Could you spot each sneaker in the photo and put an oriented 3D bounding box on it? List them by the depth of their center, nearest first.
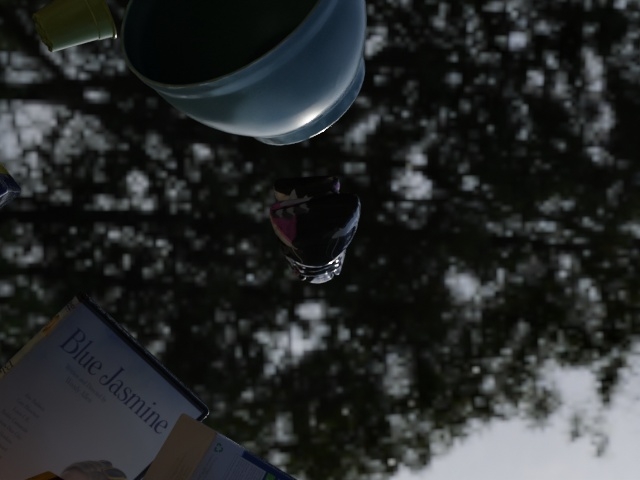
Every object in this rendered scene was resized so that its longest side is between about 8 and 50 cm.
[{"bbox_3d":[0.000,0.000,1.217,0.178,0.072,0.077,-85,168,-76],"label":"sneaker"}]

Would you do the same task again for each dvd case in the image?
[{"bbox_3d":[-0.251,0.192,1.435,0.253,0.180,0.022,-44,-153,-1],"label":"dvd case"}]

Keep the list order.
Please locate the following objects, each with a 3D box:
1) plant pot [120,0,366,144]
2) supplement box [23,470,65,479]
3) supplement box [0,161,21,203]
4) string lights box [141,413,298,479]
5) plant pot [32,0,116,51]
[{"bbox_3d":[-0.064,-0.238,1.833,0.196,0.293,0.293,51,12,-45],"label":"plant pot"},{"bbox_3d":[-0.248,0.299,1.245,0.194,0.191,0.129,12,-66,53],"label":"supplement box"},{"bbox_3d":[-0.552,-0.139,1.844,0.356,0.194,0.195,52,-4,-5],"label":"supplement box"},{"bbox_3d":[-0.047,0.279,1.389,0.133,0.260,0.077,-59,-150,-9],"label":"string lights box"},{"bbox_3d":[-0.298,-0.264,1.831,0.083,0.079,0.083,54,-18,27],"label":"plant pot"}]
